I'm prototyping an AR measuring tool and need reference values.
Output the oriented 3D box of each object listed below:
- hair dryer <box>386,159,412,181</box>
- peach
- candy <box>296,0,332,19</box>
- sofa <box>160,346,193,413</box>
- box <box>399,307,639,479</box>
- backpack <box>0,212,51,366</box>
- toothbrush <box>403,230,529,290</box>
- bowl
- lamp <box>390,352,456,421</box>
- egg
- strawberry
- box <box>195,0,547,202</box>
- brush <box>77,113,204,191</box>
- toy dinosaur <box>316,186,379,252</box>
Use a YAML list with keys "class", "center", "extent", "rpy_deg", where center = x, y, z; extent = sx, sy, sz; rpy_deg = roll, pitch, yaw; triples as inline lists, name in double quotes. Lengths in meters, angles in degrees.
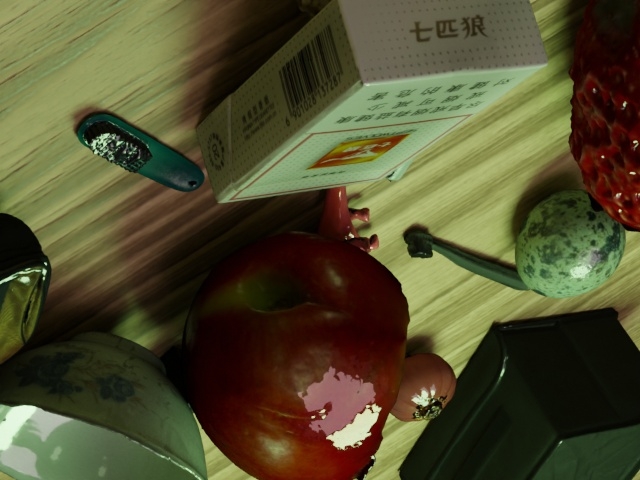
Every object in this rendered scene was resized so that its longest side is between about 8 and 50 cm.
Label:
- class: "hair dryer"
  center: [0.111, -0.150, 1.771]
  extent: [0.131, 0.073, 0.236]
  rpy_deg: [-3, 146, -34]
- class: "peach"
  center: [-0.018, 0.155, 1.820]
  extent: [0.281, 0.281, 0.338]
  rpy_deg: [-27, 137, -7]
- class: "candy"
  center: [0.029, -0.245, 1.552]
  extent: [0.095, 0.085, 0.110]
  rpy_deg: [-41, 136, 24]
- class: "sofa"
  center: [-0.195, 0.210, 1.950]
  extent: [0.147, 0.085, 0.060]
  rpy_deg: [-43, 142, 15]
- class: "box"
  center: [0.324, 0.298, 2.371]
  extent: [0.251, 0.204, 0.345]
  rpy_deg: [-5, 138, -35]
- class: "backpack"
  center: [-0.373, 0.078, 1.612]
  extent: [0.206, 0.133, 0.258]
  rpy_deg: [-23, 152, -29]
- class: "toothbrush"
  center: [0.199, 0.032, 2.091]
  extent: [0.030, 0.030, 0.297]
  rpy_deg: [-20, 157, 32]
- class: "bowl"
  center: [-0.249, 0.190, 1.795]
  extent: [0.313, 0.146, 0.313]
  rpy_deg: [14, 154, 7]
- class: "lamp"
  center: [0.134, 0.202, 2.196]
  extent: [0.107, 0.092, 0.107]
  rpy_deg: [-21, 147, -15]
- class: "egg"
  center: [0.318, 0.008, 2.063]
  extent: [0.132, 0.132, 0.172]
  rpy_deg: [-8, 152, -32]
- class: "strawberry"
  center: [0.418, -0.160, 1.803]
  extent: [0.292, 0.291, 0.310]
  rpy_deg: [-31, 153, -2]
- class: "box"
  center: [0.040, -0.139, 1.567]
  extent: [0.210, 0.095, 0.330]
  rpy_deg: [-9, 166, -30]
- class: "brush"
  center: [-0.177, -0.080, 1.641]
  extent: [0.043, 0.032, 0.193]
  rpy_deg: [-42, 144, 14]
- class: "toy dinosaur"
  center: [-0.007, 0.003, 1.879]
  extent: [0.139, 0.070, 0.286]
  rpy_deg: [-10, 145, 7]
